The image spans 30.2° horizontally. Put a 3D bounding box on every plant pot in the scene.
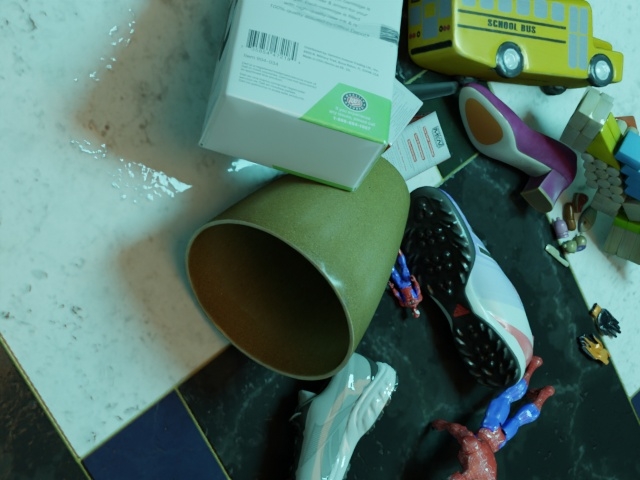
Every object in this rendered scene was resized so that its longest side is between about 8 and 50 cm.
[{"bbox_3d":[0.000,0.000,1.472,0.254,0.237,0.237,-49,116,-39],"label":"plant pot"}]

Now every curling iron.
[{"bbox_3d":[0.082,-0.182,1.616,0.274,0.035,0.068,-21,115,-33],"label":"curling iron"}]

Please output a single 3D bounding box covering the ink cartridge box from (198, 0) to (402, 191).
[{"bbox_3d":[-0.018,-0.220,1.412,0.198,0.115,0.273,16,56,-12],"label":"ink cartridge box"}]

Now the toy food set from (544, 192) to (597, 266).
[{"bbox_3d":[0.393,-0.024,1.832,0.078,0.019,0.122,36,72,-29],"label":"toy food set"}]

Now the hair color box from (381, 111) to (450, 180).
[{"bbox_3d":[0.106,-0.119,1.627,0.141,0.043,0.072,-28,106,-29],"label":"hair color box"}]

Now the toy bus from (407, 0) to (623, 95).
[{"bbox_3d":[0.286,-0.287,1.705,0.332,0.108,0.130,0,89,-33],"label":"toy bus"}]

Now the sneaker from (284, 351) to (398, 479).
[{"bbox_3d":[-0.006,0.265,1.543,0.108,0.100,0.271,30,77,-5],"label":"sneaker"}]

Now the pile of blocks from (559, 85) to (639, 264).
[{"bbox_3d":[0.472,-0.104,1.760,0.112,0.149,0.362,-59,138,-26],"label":"pile of blocks"}]

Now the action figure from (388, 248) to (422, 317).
[{"bbox_3d":[0.114,0.056,1.641,0.038,0.030,0.115,-22,107,6],"label":"action figure"}]

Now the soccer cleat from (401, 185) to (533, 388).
[{"bbox_3d":[0.212,0.054,1.679,0.318,0.108,0.116,62,38,-14],"label":"soccer cleat"}]

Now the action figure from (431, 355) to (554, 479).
[{"bbox_3d":[0.220,0.276,1.694,0.280,0.139,0.091,-43,111,-49],"label":"action figure"}]

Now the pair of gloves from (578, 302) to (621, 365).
[{"bbox_3d":[0.442,0.149,1.873,0.074,0.010,0.083,38,68,-27],"label":"pair of gloves"}]

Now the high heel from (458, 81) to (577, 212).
[{"bbox_3d":[0.295,-0.161,1.734,0.244,0.082,0.117,46,56,-20],"label":"high heel"}]

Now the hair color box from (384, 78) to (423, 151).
[{"bbox_3d":[0.040,-0.195,1.537,0.167,0.053,0.093,41,57,-6],"label":"hair color box"}]
